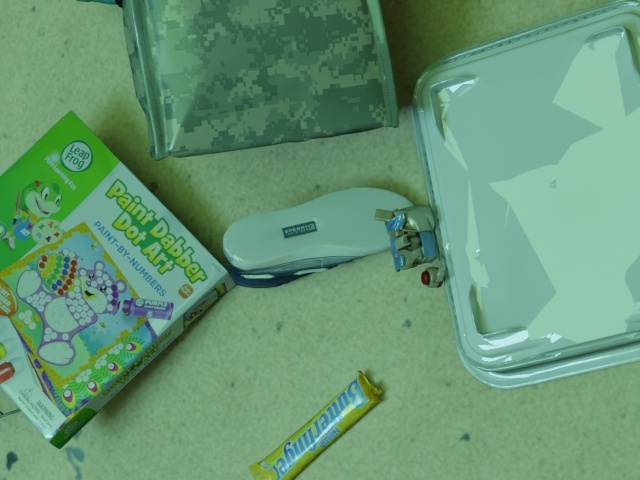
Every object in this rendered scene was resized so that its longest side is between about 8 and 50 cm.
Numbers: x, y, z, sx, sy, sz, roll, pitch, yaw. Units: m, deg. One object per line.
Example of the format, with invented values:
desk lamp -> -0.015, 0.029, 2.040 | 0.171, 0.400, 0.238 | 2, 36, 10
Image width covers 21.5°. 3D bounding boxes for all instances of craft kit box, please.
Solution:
craft kit box -> -0.257, 0.038, 1.712 | 0.246, 0.061, 0.250 | -43, 74, -8

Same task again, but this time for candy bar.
candy bar -> -0.004, 0.188, 1.639 | 0.161, 0.018, 0.040 | -43, 66, 16

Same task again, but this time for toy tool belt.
toy tool belt -> 0.080, 0.007, 1.569 | 0.051, 0.052, 0.083 | -6, 70, -19

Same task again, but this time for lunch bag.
lunch bag -> -0.069, -0.230, 1.575 | 0.235, 0.169, 0.287 | -9, 96, -7

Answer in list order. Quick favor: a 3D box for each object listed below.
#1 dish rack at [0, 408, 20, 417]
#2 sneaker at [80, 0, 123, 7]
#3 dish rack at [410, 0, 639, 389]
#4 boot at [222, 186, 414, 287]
dish rack -> -0.375, 0.100, 1.776 | 0.271, 0.074, 0.208 | -18, 72, 3
sneaker -> -0.182, -0.252, 1.740 | 0.178, 0.124, 0.295 | -11, 84, 32
dish rack -> 0.220, -0.048, 1.531 | 0.285, 0.072, 0.333 | -16, 77, 24
boot -> 0.000, 0.000, 1.643 | 0.190, 0.086, 0.069 | -7, 69, -2
